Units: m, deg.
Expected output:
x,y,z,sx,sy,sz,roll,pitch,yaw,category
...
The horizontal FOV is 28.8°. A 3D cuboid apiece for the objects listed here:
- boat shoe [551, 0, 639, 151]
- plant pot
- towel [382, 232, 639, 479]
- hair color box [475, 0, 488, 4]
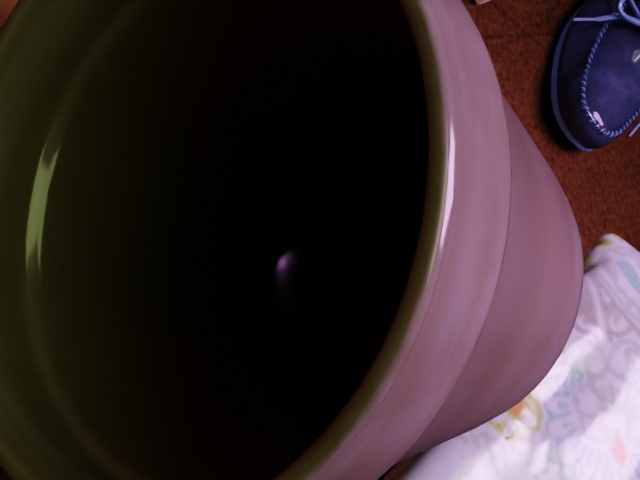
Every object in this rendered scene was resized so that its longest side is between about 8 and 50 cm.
x,y,z,sx,sy,sz,roll,pitch,yaw,category
0.271,-0.188,1.049,0.109,0.089,0.258,41,59,-25,boat shoe
0.000,0.000,0.690,0.280,0.323,0.323,16,70,-53,plant pot
0.204,0.213,0.804,0.320,0.090,0.374,44,62,4,towel
0.108,-0.356,0.894,0.339,0.185,0.110,51,55,-18,hair color box
